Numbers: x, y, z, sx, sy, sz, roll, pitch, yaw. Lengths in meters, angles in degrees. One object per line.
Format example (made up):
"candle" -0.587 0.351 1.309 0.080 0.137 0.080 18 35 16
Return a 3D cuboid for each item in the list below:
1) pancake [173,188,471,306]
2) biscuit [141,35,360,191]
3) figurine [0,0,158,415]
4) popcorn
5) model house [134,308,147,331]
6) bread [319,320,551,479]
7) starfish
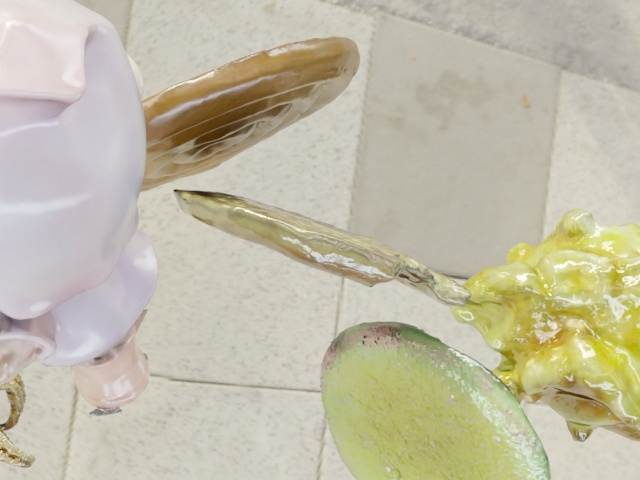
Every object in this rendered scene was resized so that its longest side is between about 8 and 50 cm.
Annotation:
"pancake" 0.000 0.000 0.720 0.235 0.212 0.029 17 93 -48
"biscuit" -0.087 -0.084 0.760 0.262 0.262 0.037 -25 90 -27
"figurine" -0.145 -0.010 0.477 0.133 0.276 0.200 35 58 21
"popcorn" 0.344 0.098 1.204 0.279 0.335 0.274 -33 136 -55
"model house" -0.204 0.080 0.920 0.083 0.058 0.057 20 101 -36
"bread" 0.086 0.170 0.839 0.033 0.228 0.228 -39 108 -40
"starfish" -0.378 0.184 1.062 0.146 0.190 0.074 -44 148 -3
